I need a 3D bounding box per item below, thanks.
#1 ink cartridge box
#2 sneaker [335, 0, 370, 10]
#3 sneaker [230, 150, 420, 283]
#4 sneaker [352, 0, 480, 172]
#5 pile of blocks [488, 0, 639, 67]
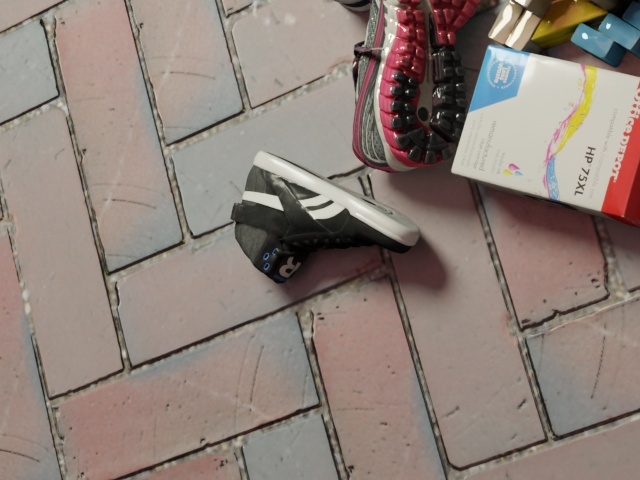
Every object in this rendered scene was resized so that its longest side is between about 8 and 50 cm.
[{"bbox_3d":[0.257,-0.095,1.668,0.231,0.078,0.134,16,89,28],"label":"ink cartridge box"},{"bbox_3d":[0.052,-0.359,1.810,0.090,0.095,0.235,11,86,30],"label":"sneaker"},{"bbox_3d":[0.000,0.000,1.795,0.217,0.079,0.121,28,99,37],"label":"sneaker"},{"bbox_3d":[0.083,-0.217,1.764,0.112,0.120,0.299,-11,66,57],"label":"sneaker"},{"bbox_3d":[0.318,-0.250,1.641,0.362,0.112,0.149,-24,72,23],"label":"pile of blocks"}]
